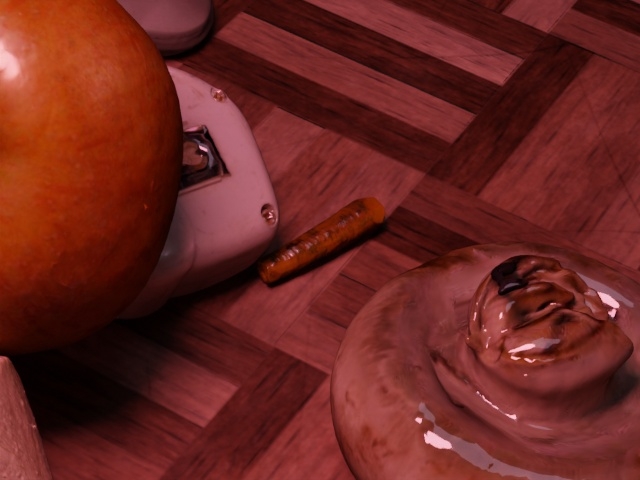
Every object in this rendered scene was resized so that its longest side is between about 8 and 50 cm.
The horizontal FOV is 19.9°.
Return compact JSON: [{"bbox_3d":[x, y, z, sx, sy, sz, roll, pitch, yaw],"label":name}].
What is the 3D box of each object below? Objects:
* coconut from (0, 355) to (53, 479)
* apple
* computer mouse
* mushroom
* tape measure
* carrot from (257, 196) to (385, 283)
[{"bbox_3d":[-0.348,0.210,1.575,0.244,0.239,0.239,9,43,5],"label":"coconut"},{"bbox_3d":[-0.321,-0.090,1.656,0.400,0.333,0.400,-1,79,6],"label":"apple"},{"bbox_3d":[-0.278,-0.304,2.174,0.331,0.095,0.197,0,37,-34],"label":"computer mouse"},{"bbox_3d":[0.193,0.134,1.675,0.362,0.295,0.362,5,42,-4],"label":"mushroom"},{"bbox_3d":[-0.187,-0.066,1.902,0.265,0.130,0.258,-23,72,-32],"label":"tape measure"},{"bbox_3d":[0.000,0.000,1.976,0.170,0.042,0.042,-29,54,-30],"label":"carrot"}]
